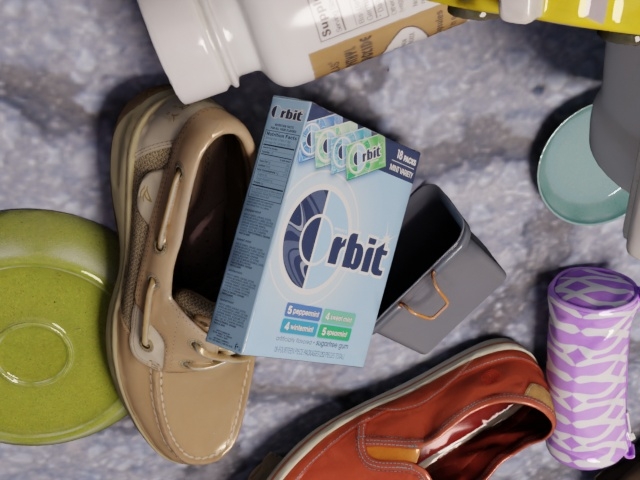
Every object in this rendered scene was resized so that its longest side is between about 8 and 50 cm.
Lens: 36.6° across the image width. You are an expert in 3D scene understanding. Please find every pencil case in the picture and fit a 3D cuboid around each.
[{"bbox_3d":[0.258,0.125,0.915,0.088,0.086,0.206,7,124,24],"label":"pencil case"}]

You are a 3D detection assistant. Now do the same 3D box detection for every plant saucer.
[{"bbox_3d":[-0.244,0.088,0.824,0.241,0.037,0.240,-5,118,-9],"label":"plant saucer"},{"bbox_3d":[0.243,-0.070,0.846,0.120,0.021,0.119,-5,118,-9],"label":"plant saucer"}]

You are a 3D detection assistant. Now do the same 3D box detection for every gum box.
[{"bbox_3d":[0.000,0.000,0.742,0.157,0.041,0.184,15,91,-53],"label":"gum box"}]

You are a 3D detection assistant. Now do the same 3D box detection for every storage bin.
[{"bbox_3d":[0.094,0.037,0.838,0.091,0.098,0.135,33,107,-36],"label":"storage bin"}]

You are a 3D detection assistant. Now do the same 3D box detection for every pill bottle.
[{"bbox_3d":[-0.006,-0.181,0.672,0.229,0.131,0.131,-20,120,0],"label":"pill bottle"}]

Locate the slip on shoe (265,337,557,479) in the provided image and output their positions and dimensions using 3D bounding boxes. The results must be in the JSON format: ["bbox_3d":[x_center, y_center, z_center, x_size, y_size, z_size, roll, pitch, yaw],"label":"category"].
[{"bbox_3d":[0.073,0.213,0.902,0.331,0.101,0.123,-31,124,-1],"label":"slip on shoe"}]

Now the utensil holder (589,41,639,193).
[{"bbox_3d":[0.354,-0.231,0.612,0.328,0.327,0.385,-7,117,-8],"label":"utensil holder"}]

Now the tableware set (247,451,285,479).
[{"bbox_3d":[0.015,0.250,0.973,0.141,0.020,0.168,-39,119,10],"label":"tableware set"}]

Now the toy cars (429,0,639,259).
[{"bbox_3d":[0.190,-0.080,0.532,0.393,0.087,0.176,50,130,1],"label":"toy cars"}]

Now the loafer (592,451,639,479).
[{"bbox_3d":[0.377,0.223,1.008,0.220,0.080,0.078,-21,110,-6],"label":"loafer"}]

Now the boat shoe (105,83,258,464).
[{"bbox_3d":[-0.099,0.053,0.771,0.122,0.110,0.341,-20,122,-31],"label":"boat shoe"}]
